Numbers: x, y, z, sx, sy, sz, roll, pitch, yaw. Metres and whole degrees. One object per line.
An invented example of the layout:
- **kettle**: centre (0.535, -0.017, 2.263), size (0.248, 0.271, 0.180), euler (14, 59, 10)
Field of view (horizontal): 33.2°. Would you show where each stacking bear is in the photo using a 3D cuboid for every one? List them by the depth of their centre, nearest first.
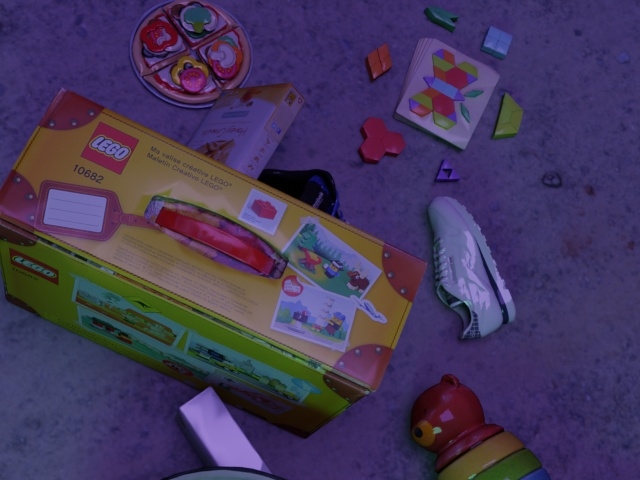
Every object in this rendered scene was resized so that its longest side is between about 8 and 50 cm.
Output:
- **stacking bear**: centre (0.233, 0.337, 1.559), size (0.164, 0.175, 0.289), euler (-19, 67, -35)

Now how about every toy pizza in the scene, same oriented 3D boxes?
- **toy pizza**: centre (-0.207, -0.310, 1.739), size (0.201, 0.032, 0.201), euler (4, 70, -12)

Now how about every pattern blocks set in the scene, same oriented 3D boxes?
- **pattern blocks set**: centre (0.210, -0.251, 1.823), size (0.286, 0.026, 0.324), euler (14, 68, -9)

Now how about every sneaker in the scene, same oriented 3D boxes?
- **sneaker**: centre (-0.001, -0.001, 1.601), size (0.315, 0.182, 0.127), euler (37, 69, 1)
- **sneaker**: centre (0.218, 0.040, 1.696), size (0.095, 0.090, 0.235), euler (-23, 76, -10)

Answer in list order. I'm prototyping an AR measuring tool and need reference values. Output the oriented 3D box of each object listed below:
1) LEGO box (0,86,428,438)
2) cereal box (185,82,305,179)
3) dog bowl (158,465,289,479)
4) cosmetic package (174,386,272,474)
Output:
- **LEGO box**: centre (-0.165, 0.055, 1.440), size (0.500, 0.372, 0.193), euler (26, 67, -4)
- **cereal box**: centre (-0.144, -0.132, 1.623), size (0.047, 0.173, 0.240), euler (47, 61, -34)
- **dog bowl**: centre (-0.104, 0.488, 1.353), size (0.408, 0.150, 0.407), euler (-2, 82, 12)
- **cosmetic package**: centre (-0.115, 0.326, 1.506), size (0.060, 0.099, 0.239), euler (-33, 81, -22)
